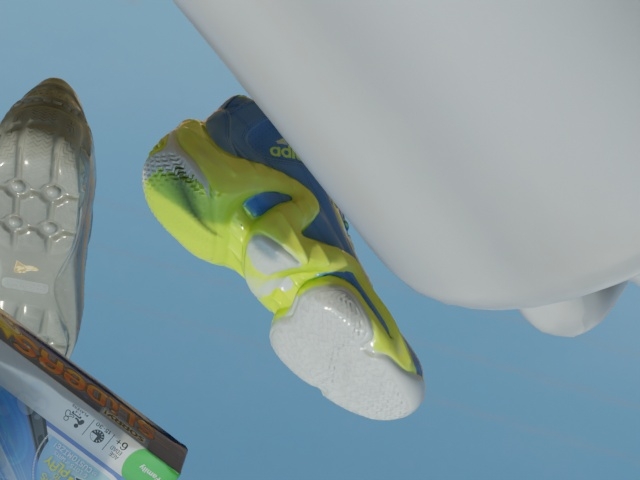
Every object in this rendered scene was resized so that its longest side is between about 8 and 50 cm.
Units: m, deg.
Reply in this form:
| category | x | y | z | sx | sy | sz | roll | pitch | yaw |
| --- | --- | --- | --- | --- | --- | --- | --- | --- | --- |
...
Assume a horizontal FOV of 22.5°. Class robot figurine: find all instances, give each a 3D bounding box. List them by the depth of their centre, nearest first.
| category | x | y | z | sx | sy | sz | roll | pitch | yaw |
| --- | --- | --- | --- | --- | --- | --- | --- | --- | --- |
| robot figurine | 0.047 | -0.118 | 0.537 | 0.300 | 0.353 | 0.200 | -3 | -136 | 49 |

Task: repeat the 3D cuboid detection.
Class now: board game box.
| category | x | y | z | sx | sy | sz | roll | pitch | yaw |
| --- | --- | --- | --- | --- | --- | --- | --- | --- | --- |
| board game box | -0.180 | 0.088 | 0.721 | 0.201 | 0.136 | 0.035 | 37 | -168 | -7 |

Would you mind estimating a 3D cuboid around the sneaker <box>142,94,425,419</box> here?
| category | x | y | z | sx | sy | sz | roll | pitch | yaw |
| --- | --- | --- | --- | --- | --- | --- | --- | --- | --- |
| sneaker | 0.000 | 0.000 | 1.040 | 0.091 | 0.240 | 0.126 | -25 | -158 | 47 |

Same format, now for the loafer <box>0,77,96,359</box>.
| category | x | y | z | sx | sy | sz | roll | pitch | yaw |
| --- | --- | --- | --- | --- | --- | --- | --- | --- | --- |
| loafer | -0.239 | 0.010 | 1.330 | 0.112 | 0.319 | 0.111 | 15 | -140 | -9 |
